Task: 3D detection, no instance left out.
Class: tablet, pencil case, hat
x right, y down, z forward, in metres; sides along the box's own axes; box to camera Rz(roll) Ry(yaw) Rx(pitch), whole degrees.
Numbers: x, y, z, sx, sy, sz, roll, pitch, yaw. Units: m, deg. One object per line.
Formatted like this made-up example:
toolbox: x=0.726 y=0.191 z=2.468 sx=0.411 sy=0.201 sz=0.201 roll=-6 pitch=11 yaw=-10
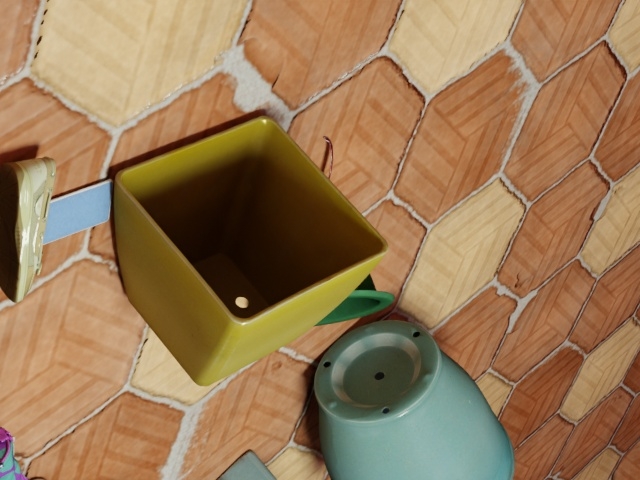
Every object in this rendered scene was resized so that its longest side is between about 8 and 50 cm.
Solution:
tablet: x=-0.244 y=-0.029 z=1.352 sx=0.083 sy=0.006 sz=0.054 roll=-23 pitch=140 yaw=-38
pencil case: x=-0.347 y=0.261 z=1.469 sx=0.070 sy=0.064 sz=0.151 roll=-26 pitch=144 yaw=-13
hat: x=0.000 y=0.000 z=1.696 sx=0.209 sy=0.183 sz=0.173 roll=-20 pitch=162 yaw=38

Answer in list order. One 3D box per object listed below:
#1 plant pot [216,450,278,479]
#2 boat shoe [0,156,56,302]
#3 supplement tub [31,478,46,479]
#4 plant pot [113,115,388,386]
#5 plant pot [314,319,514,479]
plant pot: x=-0.077 y=0.502 z=1.907 sx=0.248 sy=0.252 sz=0.247 roll=-43 pitch=149 yaw=-13
boat shoe: x=-0.278 y=-0.009 z=1.282 sx=0.048 sy=0.056 sz=0.153 roll=-17 pitch=129 yaw=-38
supplement tub: x=-0.309 y=0.331 z=1.552 sx=0.071 sy=0.107 sz=0.071 roll=-33 pitch=145 yaw=-28
plant pot: x=-0.095 y=0.028 z=1.439 sx=0.212 sy=0.212 sz=0.187 roll=-26 pitch=155 yaw=-37
plant pot: x=0.112 y=0.259 z=1.917 sx=0.272 sy=0.272 sz=0.255 roll=-41 pitch=133 yaw=-17
